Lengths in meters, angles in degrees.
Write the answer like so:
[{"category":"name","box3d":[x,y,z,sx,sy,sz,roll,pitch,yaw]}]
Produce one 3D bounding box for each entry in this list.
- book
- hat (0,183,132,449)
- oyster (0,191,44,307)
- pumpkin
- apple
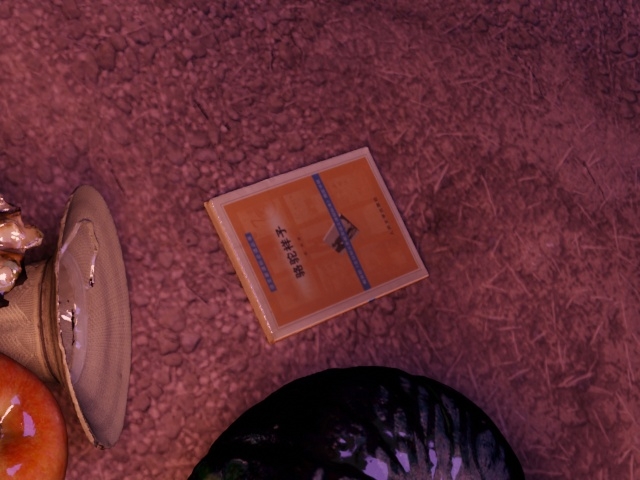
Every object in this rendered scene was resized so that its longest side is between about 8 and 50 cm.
[{"category":"book","box3d":[0.000,0.000,1.880,0.241,0.018,0.170,-21,83,-40]},{"category":"hat","box3d":[-0.258,0.077,1.595,0.110,0.252,0.252,-5,66,8]},{"category":"oyster","box3d":[-0.385,0.015,1.499,0.198,0.259,0.092,-60,147,-39]},{"category":"pumpkin","box3d":[0.043,0.298,1.618,0.363,0.266,0.363,13,67,-33]},{"category":"apple","box3d":[-0.312,0.183,1.476,0.188,0.174,0.188,14,65,-31]}]
